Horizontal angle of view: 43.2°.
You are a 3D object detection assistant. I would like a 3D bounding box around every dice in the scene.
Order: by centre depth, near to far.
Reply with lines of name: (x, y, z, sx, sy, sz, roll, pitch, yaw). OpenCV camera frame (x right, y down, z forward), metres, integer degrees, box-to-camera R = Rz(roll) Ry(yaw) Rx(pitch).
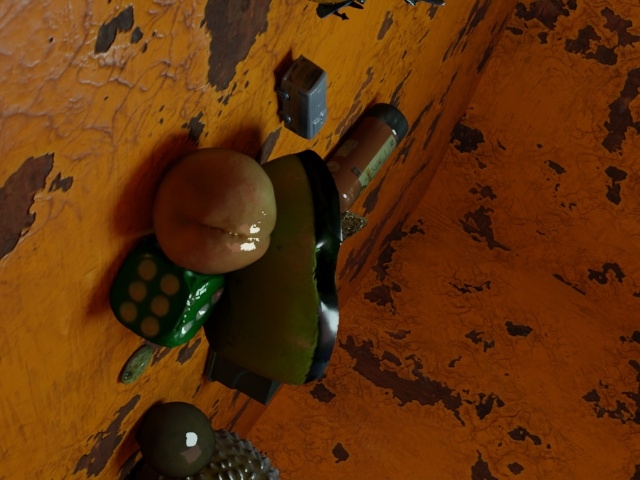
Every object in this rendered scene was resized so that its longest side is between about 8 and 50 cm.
dice: (-0.228, 0.074, 1.206, 0.128, 0.131, 0.120, -59, 168, 14)

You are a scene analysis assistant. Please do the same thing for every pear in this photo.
pear: (-0.107, 0.046, 1.349, 0.399, 0.165, 0.399, -179, -90, -70)

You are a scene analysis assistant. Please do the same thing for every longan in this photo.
longan: (-0.319, 0.440, 1.787, 0.189, 0.189, 0.189, -55, 170, -15)

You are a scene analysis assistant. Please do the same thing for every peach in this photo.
peach: (-0.149, -0.039, 1.129, 0.184, 0.184, 0.184, -55, 170, -15)

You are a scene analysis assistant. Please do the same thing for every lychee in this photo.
lychee: (-0.288, 0.653, 2.001, 0.380, 0.432, 0.381, -5, 96, -56)

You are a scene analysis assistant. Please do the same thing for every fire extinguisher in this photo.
fire extinguisher: (0.068, -0.155, 1.956, 0.376, 0.113, 0.200, -52, 169, -28)

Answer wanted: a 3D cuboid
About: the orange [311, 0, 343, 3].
orange: (0.013, -0.371, 1.026, 0.135, 0.135, 0.118, 73, 16, -77)

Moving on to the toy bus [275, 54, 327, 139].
toy bus: (-0.028, -0.238, 1.365, 0.064, 0.075, 0.190, -55, 169, -15)

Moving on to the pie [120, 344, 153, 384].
pie: (-0.334, 0.226, 1.475, 0.085, 0.017, 0.085, -54, 168, -17)

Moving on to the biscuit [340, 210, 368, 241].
biscuit: (0.001, 0.005, 2.005, 0.236, 0.026, 0.131, -34, 156, 17)

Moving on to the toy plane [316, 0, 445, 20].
toy plane: (0.083, -0.359, 1.107, 0.169, 0.246, 0.078, -59, 149, 7)

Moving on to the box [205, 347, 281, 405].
box: (-0.171, 0.289, 1.985, 0.138, 0.178, 0.274, -50, 167, -35)
